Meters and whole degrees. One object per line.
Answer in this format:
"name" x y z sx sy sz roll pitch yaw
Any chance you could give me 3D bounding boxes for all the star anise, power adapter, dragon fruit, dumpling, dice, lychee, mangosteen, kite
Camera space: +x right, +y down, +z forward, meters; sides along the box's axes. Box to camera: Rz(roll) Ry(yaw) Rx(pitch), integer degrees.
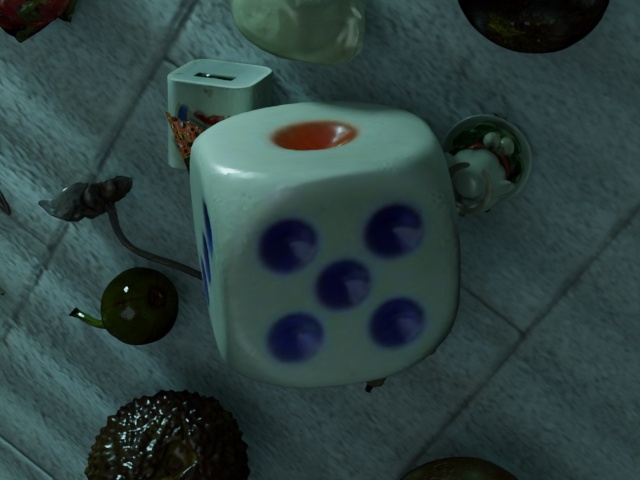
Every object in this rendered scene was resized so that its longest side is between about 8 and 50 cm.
"star anise" -0.291 0.000 1.896 0.227 0.218 0.148 66 161 3
"power adapter" -0.142 -0.141 1.763 0.130 0.125 0.205 8 114 16
"dragon fruit" -0.400 -0.375 1.759 0.172 0.166 0.160 -24 62 39
"dumpling" -0.037 -0.324 1.646 0.250 0.132 0.162 35 128 26
"dice" 0.000 0.000 1.617 0.304 0.277 0.304 -9 116 -10
"lychee" -0.245 0.367 1.952 0.267 0.267 0.268 8 114 19
"mangosteen" 0.264 -0.339 1.504 0.192 0.192 0.217 11 77 17
"kite" -0.134 -0.086 1.700 0.222 0.008 0.125 20 108 -20

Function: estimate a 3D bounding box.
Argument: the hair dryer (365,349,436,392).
"hair dryer" 0.106 0.161 1.834 0.117 0.064 0.182 29 127 9

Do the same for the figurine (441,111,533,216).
"figurine" 0.205 -0.089 1.628 0.132 0.154 0.132 7 113 17

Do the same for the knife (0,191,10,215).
"knife" -0.577 -0.141 2.003 0.035 0.018 0.247 -35 98 26

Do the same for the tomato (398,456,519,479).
"tomato" 0.210 0.438 1.811 0.270 0.223 0.270 13 135 14

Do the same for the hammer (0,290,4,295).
"hammer" -0.582 0.066 2.092 0.110 0.019 0.036 25 119 4

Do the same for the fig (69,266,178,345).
"fig" -0.323 0.116 1.962 0.236 0.124 0.124 -17 105 42
